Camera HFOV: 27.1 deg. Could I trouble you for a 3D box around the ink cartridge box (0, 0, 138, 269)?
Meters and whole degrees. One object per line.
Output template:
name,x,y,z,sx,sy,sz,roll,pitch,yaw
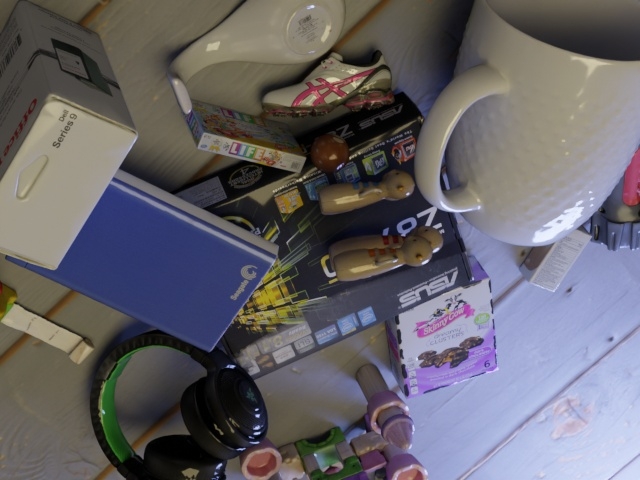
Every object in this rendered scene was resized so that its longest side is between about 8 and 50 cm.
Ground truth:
ink cartridge box,-0.345,-0.132,1.618,0.121,0.289,0.211,23,112,-30

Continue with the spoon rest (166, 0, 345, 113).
spoon rest,-0.087,-0.268,1.768,0.276,0.084,0.137,-30,129,-16

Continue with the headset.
headset,-0.158,0.295,1.973,0.243,0.394,0.185,-56,165,19

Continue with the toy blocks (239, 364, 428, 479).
toy blocks,0.040,0.415,2.134,0.288,0.260,0.309,-19,126,-8

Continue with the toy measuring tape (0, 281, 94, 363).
toy measuring tape,-0.449,0.116,1.851,0.330,0.121,0.121,34,105,-34

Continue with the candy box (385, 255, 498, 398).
candy box,0.192,0.140,2.128,0.165,0.070,0.196,-17,126,-9

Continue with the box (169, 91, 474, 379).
box,0.000,0.000,1.950,0.395,0.097,0.318,-23,127,-3

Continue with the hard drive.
hard drive,-0.247,0.017,1.822,0.318,0.040,0.210,26,127,-14

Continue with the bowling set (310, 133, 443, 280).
bowling set,0.077,-0.054,1.774,0.154,0.287,0.200,-11,95,-1

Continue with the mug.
mug,0.273,-0.159,1.815,0.374,0.276,0.328,-18,135,-38

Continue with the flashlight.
flashlight,0.487,-0.125,2.048,0.103,0.103,0.304,-29,132,-30

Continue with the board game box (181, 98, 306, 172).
board game box,-0.105,-0.143,1.814,0.154,0.103,0.026,12,117,-27

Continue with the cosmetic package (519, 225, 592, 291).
cosmetic package,0.378,0.020,2.137,0.060,0.041,0.115,21,112,-29

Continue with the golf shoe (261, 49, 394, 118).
golf shoe,0.007,-0.215,1.843,0.186,0.067,0.086,-9,93,-9
